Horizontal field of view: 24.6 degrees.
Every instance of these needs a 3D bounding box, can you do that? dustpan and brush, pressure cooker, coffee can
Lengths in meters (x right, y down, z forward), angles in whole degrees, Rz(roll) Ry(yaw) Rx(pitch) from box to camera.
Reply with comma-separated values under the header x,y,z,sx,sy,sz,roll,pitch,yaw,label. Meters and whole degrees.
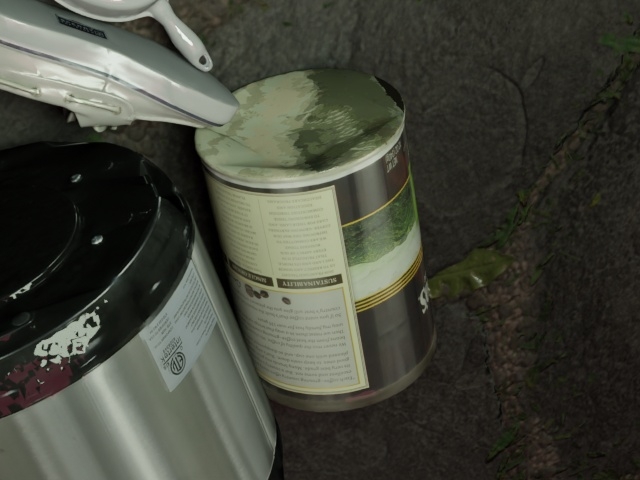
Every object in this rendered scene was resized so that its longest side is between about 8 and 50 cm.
x,y,z,sx,sy,sz,roll,pitch,yaw,label
-0.160,-0.230,1.302,0.147,0.060,0.211,-47,109,-14,dustpan and brush
-0.230,0.171,1.313,0.369,0.375,0.420,-31,125,-14,pressure cooker
0.000,0.000,1.437,0.201,0.201,0.275,-20,125,-14,coffee can

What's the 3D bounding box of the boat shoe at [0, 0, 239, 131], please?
x,y,z,sx,sy,sz,roll,pitch,yaw,label
-0.204,-0.142,1.321,0.267,0.096,0.088,16,114,-31,boat shoe
